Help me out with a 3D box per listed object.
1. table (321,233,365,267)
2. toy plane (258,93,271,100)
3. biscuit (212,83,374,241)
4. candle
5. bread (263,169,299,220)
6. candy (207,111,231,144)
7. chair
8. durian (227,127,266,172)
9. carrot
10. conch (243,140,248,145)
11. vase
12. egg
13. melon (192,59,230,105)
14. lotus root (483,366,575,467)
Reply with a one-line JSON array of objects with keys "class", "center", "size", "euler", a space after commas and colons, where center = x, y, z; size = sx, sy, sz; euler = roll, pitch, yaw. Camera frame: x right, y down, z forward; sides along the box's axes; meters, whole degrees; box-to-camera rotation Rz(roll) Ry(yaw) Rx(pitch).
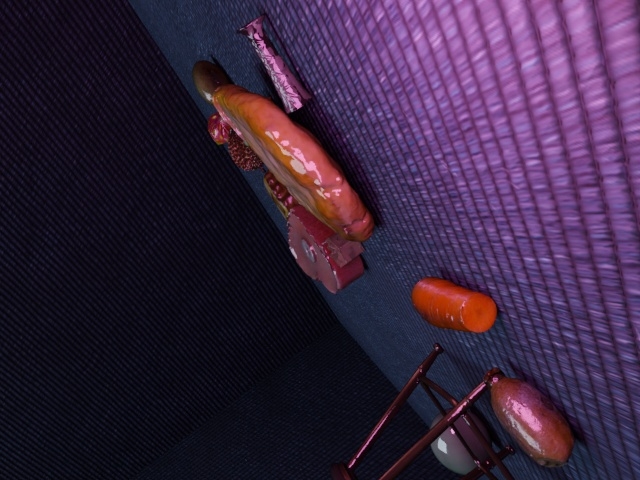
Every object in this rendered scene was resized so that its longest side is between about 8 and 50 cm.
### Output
[{"class": "table", "center": [0.061, 0.016, 1.556], "size": [0.062, 0.083, 0.079], "euler": [58, 173, -34]}, {"class": "toy plane", "center": [-0.131, -0.295, 1.428], "size": [0.130, 0.061, 0.189], "euler": [19, 164, 18]}, {"class": "biscuit", "center": [-0.047, -0.169, 1.232], "size": [0.429, 0.104, 0.446], "euler": [49, 175, -24]}, {"class": "candle", "center": [0.000, 0.000, 1.763], "size": [0.317, 0.131, 0.287], "euler": [18, 138, 62]}, {"class": "bread", "center": [-0.113, -0.151, 1.894], "size": [0.181, 0.096, 0.222], "euler": [56, 174, 7]}, {"class": "candy", "center": [-0.344, -0.457, 2.018], "size": [0.124, 0.124, 0.365], "euler": [53, 165, 7]}, {"class": "chair", "center": [0.268, 0.530, 1.305], "size": [0.365, 0.410, 0.362], "euler": [54, 173, -3]}, {"class": "durian", "center": [-0.211, -0.293, 1.794], "size": [0.188, 0.091, 0.148], "euler": [62, -146, -29]}, {"class": "carrot", "center": [0.220, 0.113, 0.960], "size": [0.087, 0.087, 0.193], "euler": [56, 171, -16]}, {"class": "conch", "center": [-0.203, -0.340, 1.681], "size": [0.105, 0.079, 0.170], "euler": [5, 126, 61]}, {"class": "vase", "center": [-0.081, -0.312, 1.010], "size": [0.167, 0.059, 0.059], "euler": [57, 173, -23]}, {"class": "egg", "center": [0.405, 0.579, 1.635], "size": [0.231, 0.168, 0.168], "euler": [53, 175, -34]}, {"class": "melon", "center": [-0.333, -0.482, 1.734], "size": [0.162, 0.099, 0.099], "euler": [58, 174, 13]}, {"class": "lotus root", "center": [0.350, 0.297, 0.968], "size": [0.192, 0.088, 0.113], "euler": [49, 178, 37]}]
